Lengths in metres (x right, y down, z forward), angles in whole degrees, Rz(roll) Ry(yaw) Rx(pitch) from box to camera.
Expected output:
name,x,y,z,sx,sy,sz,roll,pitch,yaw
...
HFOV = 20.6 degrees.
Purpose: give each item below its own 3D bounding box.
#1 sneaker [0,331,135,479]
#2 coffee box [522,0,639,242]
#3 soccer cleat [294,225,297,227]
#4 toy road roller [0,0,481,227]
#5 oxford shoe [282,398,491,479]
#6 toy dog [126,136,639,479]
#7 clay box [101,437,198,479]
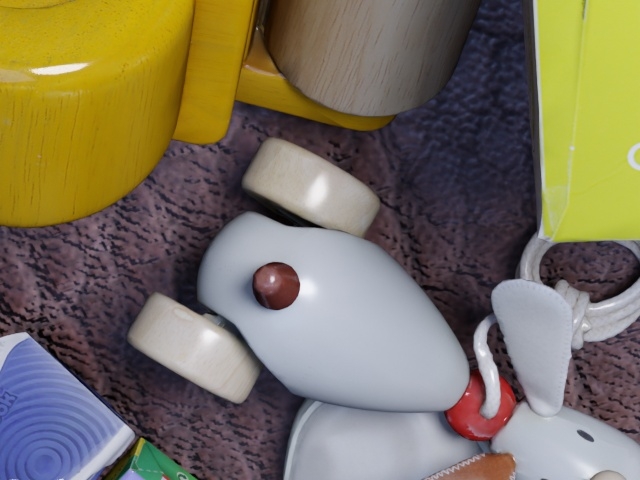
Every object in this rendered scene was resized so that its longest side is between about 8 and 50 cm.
name,x,y,z,sx,sy,sz,roll,pitch,yaw
sneaker,-0.274,0.200,1.167,0.315,0.182,0.127,-42,82,-13
coffee box,0.253,-0.229,0.794,0.337,0.334,0.338,-2,129,6
soccer cleat,0.000,0.000,1.116,0.035,0.029,0.083,8,109,10
toy road roller,-0.080,-0.121,0.932,0.329,0.240,0.202,12,148,-3
oxford shoe,0.060,0.297,1.175,0.169,0.130,0.449,-1,109,9
toy dog,0.056,0.068,1.023,0.333,0.161,0.220,11,92,-6
clay box,-0.146,0.255,1.214,0.127,0.053,0.222,39,109,-10
